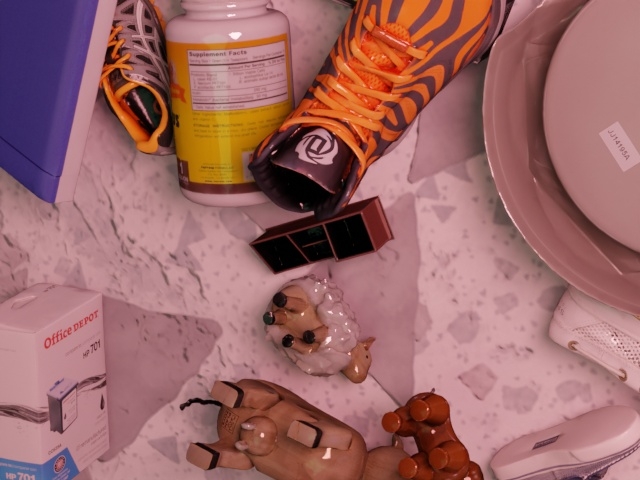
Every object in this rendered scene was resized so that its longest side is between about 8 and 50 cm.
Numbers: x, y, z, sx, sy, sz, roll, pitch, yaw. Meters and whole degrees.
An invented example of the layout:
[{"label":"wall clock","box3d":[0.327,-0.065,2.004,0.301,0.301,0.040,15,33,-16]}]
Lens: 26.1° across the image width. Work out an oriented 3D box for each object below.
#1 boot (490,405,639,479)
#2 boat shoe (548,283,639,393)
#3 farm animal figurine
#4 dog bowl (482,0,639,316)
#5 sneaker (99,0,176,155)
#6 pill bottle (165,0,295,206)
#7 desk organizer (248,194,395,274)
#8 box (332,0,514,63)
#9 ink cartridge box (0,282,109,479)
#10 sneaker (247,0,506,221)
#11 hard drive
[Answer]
[{"label":"boot","box3d":[0.249,0.216,1.298,0.086,0.069,0.190,52,144,-7]},{"label":"boat shoe","box3d":[0.332,0.128,1.242,0.277,0.098,0.096,35,119,16]},{"label":"farm animal figurine","box3d":[0.008,0.247,1.366,0.327,0.172,0.330,42,104,25]},{"label":"dog bowl","box3d":[0.313,-0.108,1.143,0.349,0.102,0.348,7,104,28]},{"label":"sneaker","box3d":[-0.189,-0.176,1.354,0.084,0.083,0.215,-33,91,29]},{"label":"pill bottle","box3d":[-0.084,-0.146,1.301,0.117,0.117,0.215,3,108,21]},{"label":"desk organizer","box3d":[0.000,0.000,1.353,0.130,0.050,0.047,-16,100,25]},{"label":"box","box3d":[0.096,-0.320,1.207,0.216,0.060,0.270,25,114,12]},{"label":"ink cartridge box","box3d":[-0.295,0.158,1.470,0.082,0.139,0.190,9,110,20]},{"label":"sneaker","box3d":[0.044,-0.123,1.167,0.125,0.180,0.321,32,140,4]},{"label":"hard drive","box3d":[-0.282,-0.225,1.356,0.210,0.040,0.318,35,119,36]}]
